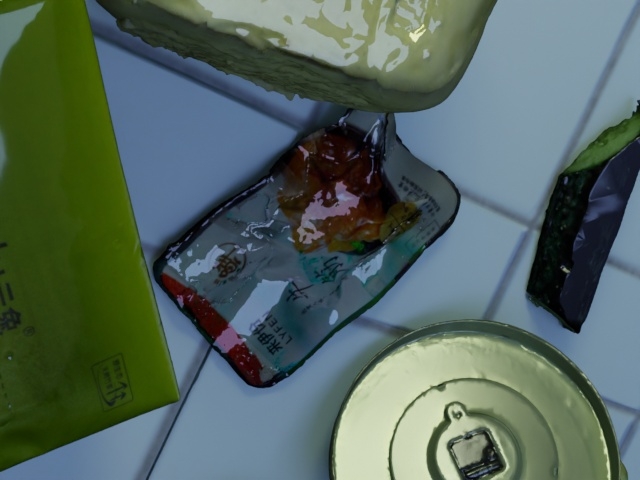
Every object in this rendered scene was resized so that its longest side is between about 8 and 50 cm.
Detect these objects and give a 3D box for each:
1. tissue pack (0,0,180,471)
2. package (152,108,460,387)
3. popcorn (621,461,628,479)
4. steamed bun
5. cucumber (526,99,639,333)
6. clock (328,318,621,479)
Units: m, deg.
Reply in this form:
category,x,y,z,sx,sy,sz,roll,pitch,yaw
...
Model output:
category,x,y,z,sx,sy,sz,roll,pitch,yaw
tissue pack,-0.223,-0.013,0.706,0.200,0.167,0.275,-21,120,-22
package,0.000,0.000,0.920,0.232,0.040,0.166,-41,125,-8
popcorn,0.188,0.286,1.059,0.256,0.195,0.255,19,106,-53
steamed bun,-0.007,-0.207,0.752,0.272,0.166,0.232,14,93,-21
cucumber,0.231,-0.017,1.046,0.070,0.046,0.220,7,107,-24
clock,0.123,0.176,0.965,0.235,0.235,0.029,-30,159,-16
